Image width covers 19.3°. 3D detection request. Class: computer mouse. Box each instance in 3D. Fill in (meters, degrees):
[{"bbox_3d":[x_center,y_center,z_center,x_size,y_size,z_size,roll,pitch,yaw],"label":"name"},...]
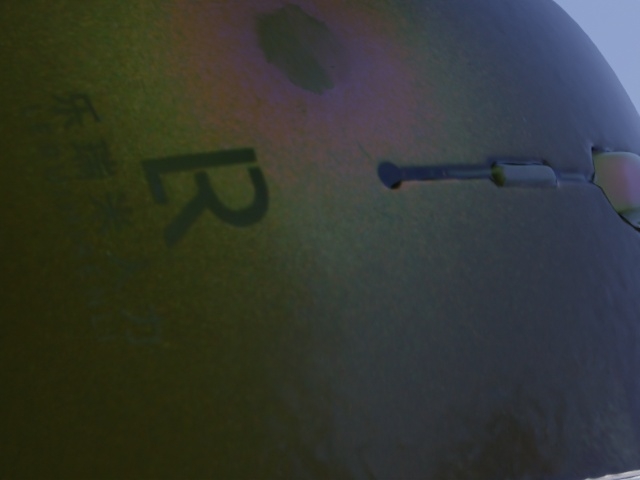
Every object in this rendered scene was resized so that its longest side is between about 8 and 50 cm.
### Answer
[{"bbox_3d":[0.000,0.000,0.480,0.072,0.310,0.158,-38,-116,45],"label":"computer mouse"}]
